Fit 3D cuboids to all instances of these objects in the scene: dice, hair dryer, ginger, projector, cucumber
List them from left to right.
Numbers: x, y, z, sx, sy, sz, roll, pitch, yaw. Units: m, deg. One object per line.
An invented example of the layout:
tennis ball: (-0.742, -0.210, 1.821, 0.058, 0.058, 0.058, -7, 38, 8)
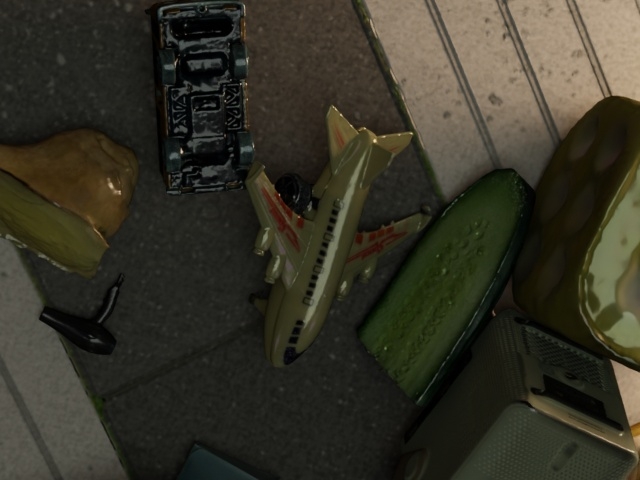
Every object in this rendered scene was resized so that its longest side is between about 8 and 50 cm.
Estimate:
ginger: (-0.266, -0.065, 1.810, 0.193, 0.115, 0.122, 30, 72, -9)
hair dryer: (-0.224, 0.064, 1.877, 0.079, 0.031, 0.083, 29, 80, -8)
cucumber: (0.142, 0.042, 1.917, 0.244, 0.115, 0.063, -56, 142, 5)
projector: (0.185, 0.217, 1.889, 0.163, 0.177, 0.242, 28, 117, -16)
dice: (0.339, 0.006, 1.879, 0.233, 0.227, 0.238, 24, 95, -15)

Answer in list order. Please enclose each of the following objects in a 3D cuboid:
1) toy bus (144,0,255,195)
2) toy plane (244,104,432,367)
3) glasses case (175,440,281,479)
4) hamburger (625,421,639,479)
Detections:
toy bus: (-0.113, -0.143, 1.814, 0.091, 0.103, 0.182, -5, 108, -10)
toy plane: (0.000, 0.000, 1.859, 0.242, 0.104, 0.256, 15, 109, -45)
glasses case: (-0.140, 0.343, 1.932, 0.105, 0.056, 0.266, 26, 95, -17)
hamburger: (0.385, 0.323, 1.953, 0.276, 0.237, 0.276, -3, 100, -14)
